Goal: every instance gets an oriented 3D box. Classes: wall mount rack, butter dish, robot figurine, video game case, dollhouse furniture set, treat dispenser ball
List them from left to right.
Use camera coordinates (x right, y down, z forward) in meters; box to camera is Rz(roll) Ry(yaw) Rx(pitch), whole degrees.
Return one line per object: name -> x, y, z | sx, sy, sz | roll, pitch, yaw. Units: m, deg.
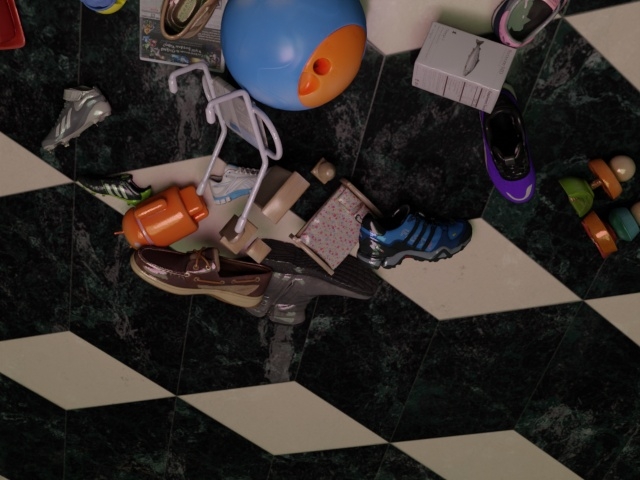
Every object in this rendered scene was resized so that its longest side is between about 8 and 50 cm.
butter dish -> -0.741, -0.473, 1.523 | 0.160, 0.118, 0.159 | 0, 121, 6
robot figurine -> -0.384, -0.048, 1.734 | 0.219, 0.158, 0.128 | -27, 107, -1
video game case -> -0.296, -0.462, 1.544 | 0.191, 0.022, 0.173 | 9, 122, -1
wall mount rack -> -0.205, -0.204, 1.513 | 0.131, 0.350, 0.304 | -28, 130, -19
treat dispenser ball -> -0.051, -0.400, 1.400 | 0.288, 0.288, 0.288 | 3, 122, 4
dollhouse furniture set -> 0.000, 0.000, 1.644 | 0.355, 0.174, 0.303 | 42, 89, -20

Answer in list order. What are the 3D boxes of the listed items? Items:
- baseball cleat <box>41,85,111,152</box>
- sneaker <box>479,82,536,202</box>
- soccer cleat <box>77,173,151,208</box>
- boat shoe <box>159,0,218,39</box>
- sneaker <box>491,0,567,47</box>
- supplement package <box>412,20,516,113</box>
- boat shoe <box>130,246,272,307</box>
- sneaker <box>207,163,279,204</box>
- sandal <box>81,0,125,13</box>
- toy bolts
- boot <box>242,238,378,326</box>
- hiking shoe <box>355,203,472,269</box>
baseball cleat -> -0.583, -0.292, 1.663 | 0.206, 0.072, 0.109 | -27, 102, 15
sneaker -> 0.412, -0.189, 1.572 | 0.102, 0.146, 0.293 | -16, 119, 15
soccer cleat -> -0.503, -0.137, 1.754 | 0.179, 0.060, 0.072 | 20, 113, -15
boat shoe -> -0.218, -0.549, 1.414 | 0.122, 0.110, 0.341 | 27, 112, -8
sneaker -> 0.463, -0.503, 1.377 | 0.112, 0.131, 0.319 | 30, 120, -12
supplement package -> 0.291, -0.353, 1.459 | 0.179, 0.105, 0.105 | 21, 167, 9
boat shoe -> -0.276, 0.062, 1.706 | 0.342, 0.123, 0.123 | 19, 120, -22
sneaker -> -0.187, -0.151, 1.704 | 0.191, 0.071, 0.082 | -19, 112, 16
sandal -> -0.404, -0.582, 1.412 | 0.126, 0.138, 0.317 | 26, 119, -8
toy bolts -> 0.678, -0.062, 1.611 | 0.159, 0.218, 0.228 | -31, 133, 16
boot -> -0.030, 0.134, 1.855 | 0.338, 0.118, 0.222 | 17, 126, 8
hiking shoe -> 0.229, -0.021, 1.672 | 0.304, 0.113, 0.132 | -13, 118, -22
